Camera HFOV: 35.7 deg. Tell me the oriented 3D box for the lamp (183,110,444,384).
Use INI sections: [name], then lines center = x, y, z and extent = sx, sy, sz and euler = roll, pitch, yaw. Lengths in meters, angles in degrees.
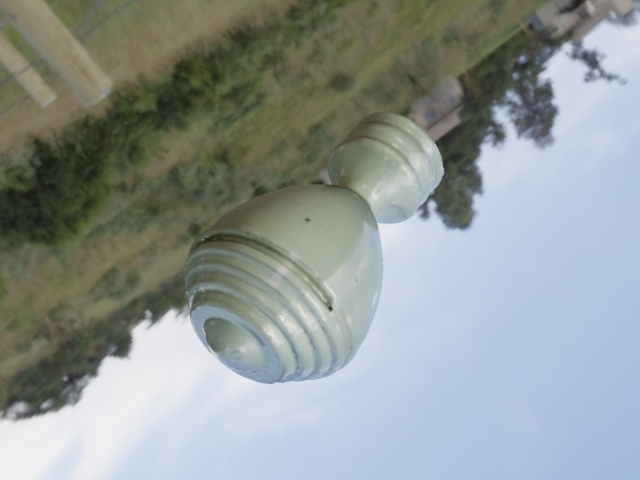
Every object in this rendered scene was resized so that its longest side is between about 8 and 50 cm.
[lamp]
center = 0.000, 0.000, 0.563
extent = 0.106, 0.106, 0.193
euler = -26, -160, 50
